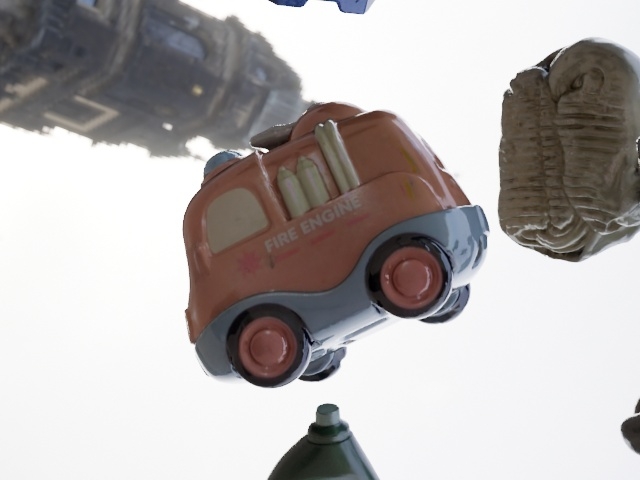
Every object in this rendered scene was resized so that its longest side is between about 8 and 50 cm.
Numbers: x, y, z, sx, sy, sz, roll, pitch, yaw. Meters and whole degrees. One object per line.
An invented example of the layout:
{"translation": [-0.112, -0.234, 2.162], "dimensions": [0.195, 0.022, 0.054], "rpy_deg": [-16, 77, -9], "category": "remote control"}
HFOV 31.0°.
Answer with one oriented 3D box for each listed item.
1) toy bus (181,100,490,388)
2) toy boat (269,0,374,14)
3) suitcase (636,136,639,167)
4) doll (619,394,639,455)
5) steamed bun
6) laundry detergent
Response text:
{"translation": [0.000, 0.000, 1.037], "dimensions": [0.288, 0.194, 0.232], "rpy_deg": [-25, -97, 9], "category": "toy bus"}
{"translation": [0.018, -0.361, 1.040], "dimensions": [0.088, 0.129, 0.295], "rpy_deg": [-114, -150, -59], "category": "toy boat"}
{"translation": [0.263, 0.050, 0.521], "dimensions": [0.206, 0.066, 0.285], "rpy_deg": [-5, -117, 11], "category": "suitcase"}
{"translation": [0.506, 0.144, 1.263], "dimensions": [0.252, 0.382, 0.378], "rpy_deg": [3, -89, 48], "category": "doll"}
{"translation": [0.284, -0.090, 1.151], "dimensions": [0.211, 0.144, 0.218], "rpy_deg": [1, -83, 59], "category": "steamed bun"}
{"translation": [0.002, 0.254, 1.086], "dimensions": [0.063, 0.137, 0.211], "rpy_deg": [-91, 176, -71], "category": "laundry detergent"}
